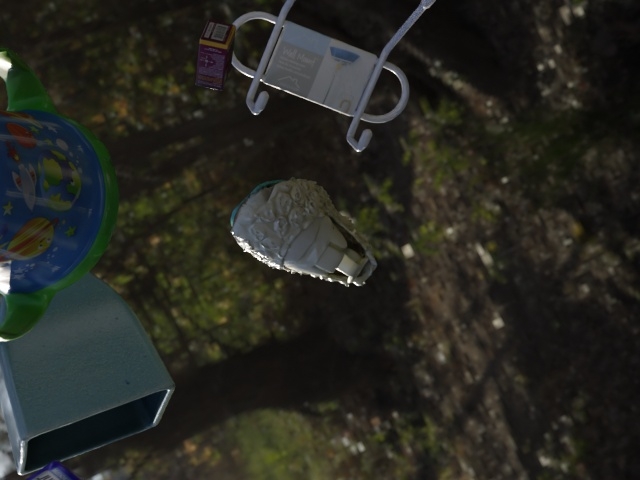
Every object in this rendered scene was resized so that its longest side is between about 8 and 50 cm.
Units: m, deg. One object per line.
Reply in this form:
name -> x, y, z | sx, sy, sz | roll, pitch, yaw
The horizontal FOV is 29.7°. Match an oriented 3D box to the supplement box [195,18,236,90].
supplement box -> -0.152, -0.268, 1.748 | 0.055, 0.043, 0.083 | -77, -1, -47

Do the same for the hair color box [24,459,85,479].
hair color box -> -0.362, 0.410, 1.272 | 0.110, 0.339, 0.185 | 13, 131, 53

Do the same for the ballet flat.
ballet flat -> 0.000, 0.000, 1.862 | 0.147, 0.147, 0.409 | 63, -166, 15

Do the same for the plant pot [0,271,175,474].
plant pot -> -0.408, 0.198, 1.960 | 0.252, 0.248, 0.247 | 65, 157, 17

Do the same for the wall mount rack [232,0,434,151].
wall mount rack -> 0.029, -0.327, 2.051 | 0.304, 0.350, 0.130 | -67, 20, 13

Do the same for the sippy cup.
sippy cup -> -0.386, -0.055, 1.397 | 0.305, 0.240, 0.224 | 54, -168, 15
